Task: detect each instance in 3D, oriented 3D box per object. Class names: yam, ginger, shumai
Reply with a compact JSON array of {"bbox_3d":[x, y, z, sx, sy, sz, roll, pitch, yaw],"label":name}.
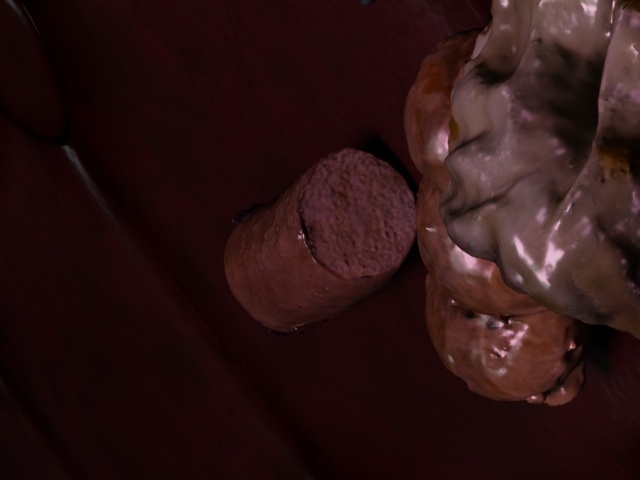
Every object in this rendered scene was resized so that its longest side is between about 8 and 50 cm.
[{"bbox_3d":[-0.001,0.003,0.991,0.084,0.084,0.127,56,156,0],"label":"yam"},{"bbox_3d":[0.083,-0.007,0.839,0.104,0.080,0.204,41,152,39],"label":"ginger"},{"bbox_3d":[0.141,-0.046,0.694,0.184,0.184,0.142,33,112,38],"label":"shumai"}]

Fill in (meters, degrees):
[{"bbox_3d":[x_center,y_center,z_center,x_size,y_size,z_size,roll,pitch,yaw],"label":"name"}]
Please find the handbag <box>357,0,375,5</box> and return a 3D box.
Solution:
[{"bbox_3d":[-0.059,-0.269,0.749,0.326,0.089,0.238,43,155,12],"label":"handbag"}]
